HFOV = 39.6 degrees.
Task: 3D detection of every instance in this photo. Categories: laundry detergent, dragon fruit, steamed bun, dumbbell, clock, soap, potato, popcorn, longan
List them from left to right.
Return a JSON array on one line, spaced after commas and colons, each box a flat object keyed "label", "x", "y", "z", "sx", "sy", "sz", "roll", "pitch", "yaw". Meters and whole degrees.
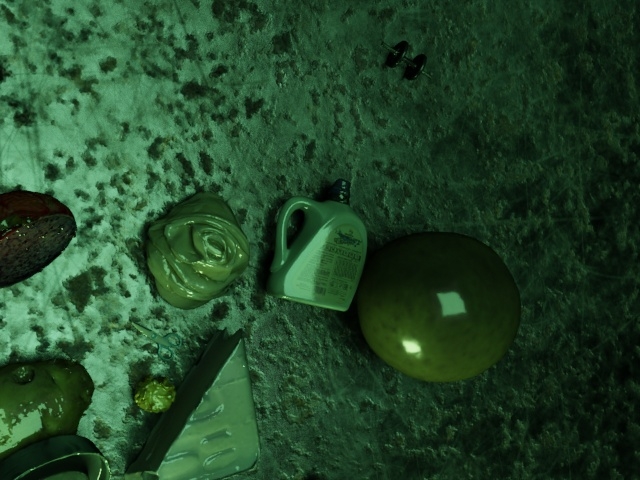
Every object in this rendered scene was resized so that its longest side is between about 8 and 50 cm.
[{"label": "dragon fruit", "x": -0.565, "y": -0.028, "z": 1.596, "sx": 0.148, "sy": 0.218, "sz": 0.223, "roll": 52, "pitch": 22, "yaw": 14}, {"label": "potato", "x": -0.554, "y": 0.324, "z": 1.628, "sx": 0.296, "sy": 0.141, "sz": 0.192, "roll": -28, "pitch": 89, "yaw": -22}, {"label": "clock", "x": -0.514, "y": 0.467, "z": 1.614, "sx": 0.280, "sy": 0.055, "sz": 0.281, "roll": -31, "pitch": 147, "yaw": -23}, {"label": "popcorn", "x": -0.332, "y": 0.307, "z": 1.785, "sx": 0.082, "sy": 0.057, "sz": 0.083, "roll": -24, "pitch": 92, "yaw": -20}, {"label": "soap", "x": -0.267, "y": 0.341, "z": 1.770, "sx": 0.257, "sy": 0.159, "sz": 0.302, "roll": -10, "pitch": 95, "yaw": -24}, {"label": "steamed bun", "x": -0.232, "y": 0.026, "z": 1.775, "sx": 0.218, "sy": 0.144, "sz": 0.211, "roll": -32, "pitch": 106, "yaw": -22}, {"label": "laundry detergent", "x": 0.000, "y": 0.000, "z": 1.915, "sx": 0.214, "sy": 0.105, "sz": 0.281, "roll": 13, "pitch": 88, "yaw": -25}, {"label": "dumbbell", "x": 0.196, "y": -0.407, "z": 2.017, "sx": 0.147, "sy": 0.069, "sz": 0.069, "roll": 28, "pitch": 80, "yaw": -25}, {"label": "longan", "x": 0.255, "y": 0.137, "z": 1.940, "sx": 0.361, "sy": 0.361, "sz": 0.361, "roll": -1, "pitch": 93, "yaw": -27}]

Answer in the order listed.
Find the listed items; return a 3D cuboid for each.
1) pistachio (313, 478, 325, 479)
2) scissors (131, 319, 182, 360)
[{"label": "pistachio", "x": 0.007, "y": 0.616, "z": 1.946, "sx": 0.124, "sy": 0.124, "sz": 0.185, "roll": 7, "pitch": 95, "yaw": -27}, {"label": "scissors", "x": -0.336, "y": 0.196, "z": 1.802, "sx": 0.119, "sy": 0.014, "sz": 0.058, "roll": 38, "pitch": 75, "yaw": -27}]
